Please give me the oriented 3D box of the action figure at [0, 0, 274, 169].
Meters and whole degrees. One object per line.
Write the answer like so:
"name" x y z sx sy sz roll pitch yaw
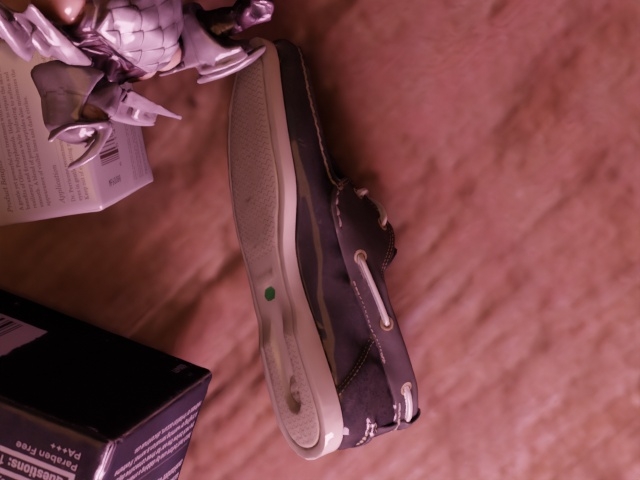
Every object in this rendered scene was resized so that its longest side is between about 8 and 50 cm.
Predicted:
"action figure" -0.076 -0.168 0.993 0.099 0.185 0.285 19 82 16

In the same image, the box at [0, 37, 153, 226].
"box" -0.155 -0.066 1.088 0.087 0.102 0.101 -9 98 13

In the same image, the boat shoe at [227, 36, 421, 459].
"boat shoe" 0.000 0.000 1.088 0.079 0.084 0.233 -12 90 -23

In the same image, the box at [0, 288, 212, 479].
"box" -0.259 0.171 1.111 0.296 0.183 0.294 21 103 11
